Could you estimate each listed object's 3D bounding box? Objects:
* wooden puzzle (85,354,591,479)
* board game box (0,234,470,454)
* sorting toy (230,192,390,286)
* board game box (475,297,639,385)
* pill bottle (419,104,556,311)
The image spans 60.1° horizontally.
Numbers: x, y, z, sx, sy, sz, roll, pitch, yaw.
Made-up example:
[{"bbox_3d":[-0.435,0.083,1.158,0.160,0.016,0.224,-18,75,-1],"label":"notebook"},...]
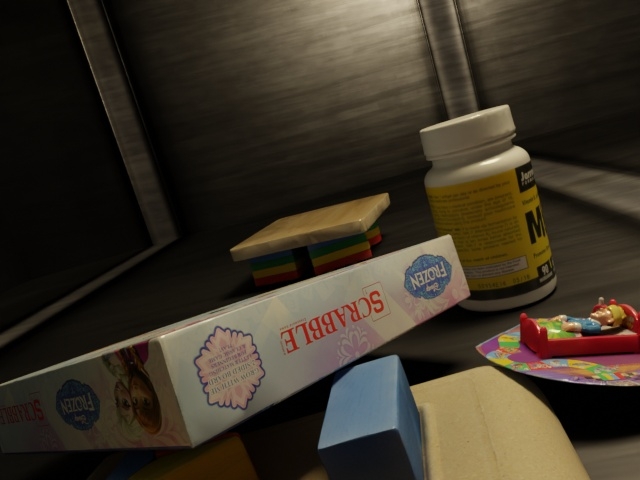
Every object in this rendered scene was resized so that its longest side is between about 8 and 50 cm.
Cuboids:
[{"bbox_3d":[-0.030,0.159,0.285,0.347,0.081,0.322,-15,10,11],"label":"wooden puzzle"},{"bbox_3d":[-0.079,0.092,0.500,0.318,0.066,0.318,-21,-4,43],"label":"board game box"},{"bbox_3d":[0.000,0.000,1.071,0.255,0.090,0.257,-13,10,20],"label":"sorting toy"},{"bbox_3d":[0.204,0.066,0.429,0.133,0.033,0.168,3,8,45],"label":"board game box"},{"bbox_3d":[0.185,-0.037,0.625,0.119,0.209,0.119,-16,10,3],"label":"pill bottle"}]
